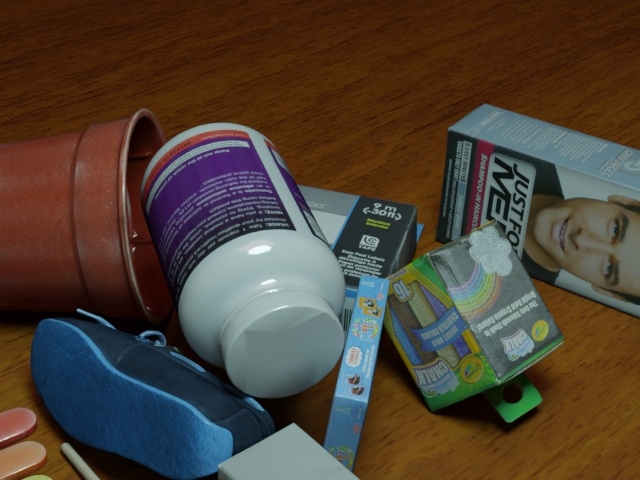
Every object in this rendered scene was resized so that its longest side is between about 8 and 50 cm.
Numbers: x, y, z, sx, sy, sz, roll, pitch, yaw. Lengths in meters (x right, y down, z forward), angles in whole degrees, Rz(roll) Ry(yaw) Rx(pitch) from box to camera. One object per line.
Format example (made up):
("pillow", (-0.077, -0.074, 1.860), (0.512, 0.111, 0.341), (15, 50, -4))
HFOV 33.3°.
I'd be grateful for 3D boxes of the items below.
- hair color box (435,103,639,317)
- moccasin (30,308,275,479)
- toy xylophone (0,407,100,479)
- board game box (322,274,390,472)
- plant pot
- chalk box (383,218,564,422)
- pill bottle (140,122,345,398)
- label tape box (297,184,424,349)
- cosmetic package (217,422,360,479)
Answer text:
("hair color box", (0.353, -0.038, 1.467), (0.374, 0.185, 0.113), (22, 37, 28))
("moccasin", (-0.189, 0.174, 1.152), (0.117, 0.137, 0.342), (-4, 21, -46))
("toy xylophone", (-0.309, 0.268, 1.043), (0.236, 0.081, 0.323), (-26, 42, -37))
("board game box", (0.035, 0.162, 1.156), (0.039, 0.160, 0.211), (12, 33, 2))
("plant pot", (-0.338, -0.022, 1.352), (0.265, 0.272, 0.272), (-3, 32, 5))
("chalk box", (0.178, 0.108, 1.243), (0.132, 0.132, 0.213), (-24, 84, -38))
("pill bottle", (-0.085, 0.019, 1.180), (0.181, 0.181, 0.323), (-8, 38, -16))
("label tape box", (0.000, 0.000, 1.461), (0.241, 0.106, 0.333), (10, 34, 12))
("cosmetic package", (0.011, 0.292, 0.986), (0.107, 0.127, 0.238), (-26, 40, -35))
